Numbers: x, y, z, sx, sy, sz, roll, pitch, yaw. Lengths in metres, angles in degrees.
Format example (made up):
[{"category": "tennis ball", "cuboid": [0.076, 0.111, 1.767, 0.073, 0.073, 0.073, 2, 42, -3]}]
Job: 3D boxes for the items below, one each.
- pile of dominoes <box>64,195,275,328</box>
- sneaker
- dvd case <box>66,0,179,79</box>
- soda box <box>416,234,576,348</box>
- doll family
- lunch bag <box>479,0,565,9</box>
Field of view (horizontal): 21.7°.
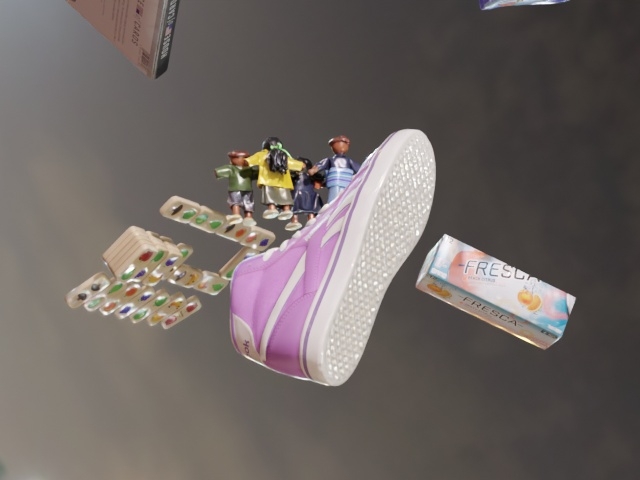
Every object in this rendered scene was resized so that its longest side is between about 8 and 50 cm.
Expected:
[{"category": "pile of dominoes", "cuboid": [-0.179, 0.045, 2.087, 0.040, 0.196, 0.251, 54, 17, 28]}, {"category": "sneaker", "cuboid": [-0.001, 0.000, 1.676, 0.161, 0.282, 0.102, 12, -26, 37]}, {"category": "dvd case", "cuboid": [-0.243, -0.302, 1.778, 0.239, 0.029, 0.179, 42, -30, 14]}, {"category": "soda box", "cuboid": [0.213, 0.063, 2.034, 0.183, 0.058, 0.063, 25, -23, -4]}, {"category": "doll family", "cuboid": [-0.031, -0.076, 2.033, 0.076, 0.193, 0.111, -32, -124, 54]}, {"category": "lunch bag", "cuboid": [0.367, -0.417, 2.393, 0.138, 0.293, 0.221, 69, -20, -1]}]
